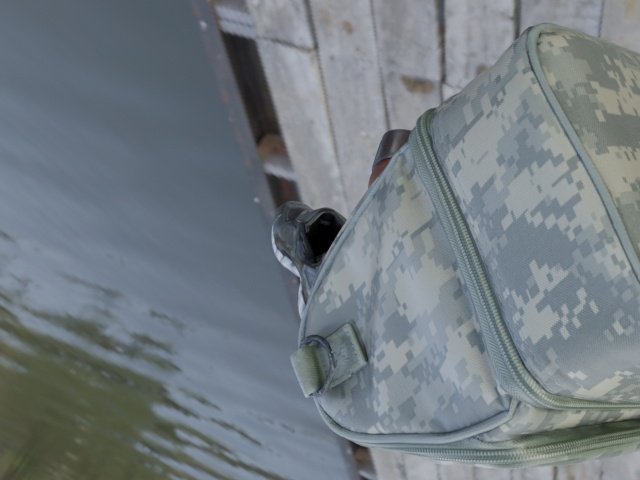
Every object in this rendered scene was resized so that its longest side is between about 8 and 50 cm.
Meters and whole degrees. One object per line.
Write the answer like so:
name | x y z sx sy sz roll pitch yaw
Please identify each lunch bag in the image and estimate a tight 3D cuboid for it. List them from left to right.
lunch bag | 0.162 0.035 0.629 0.305 0.212 0.256 4 149 -42

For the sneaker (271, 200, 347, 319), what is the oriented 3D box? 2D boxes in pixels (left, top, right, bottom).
sneaker | 0.000 0.000 1.049 0.078 0.234 0.106 0 120 -14

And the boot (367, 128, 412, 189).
boot | 0.171 0.014 1.145 0.264 0.280 0.096 15 151 -6
